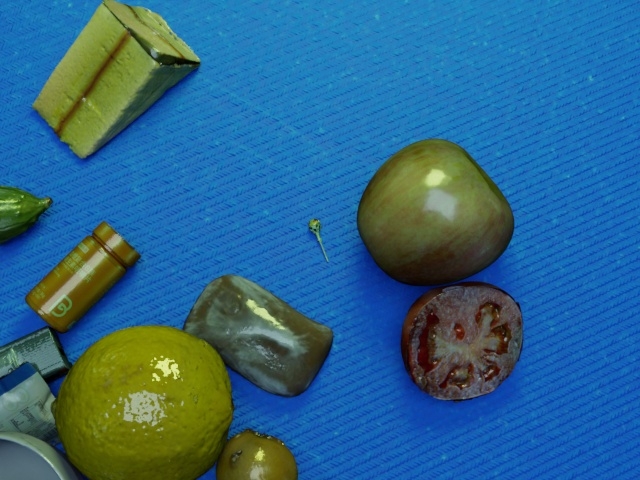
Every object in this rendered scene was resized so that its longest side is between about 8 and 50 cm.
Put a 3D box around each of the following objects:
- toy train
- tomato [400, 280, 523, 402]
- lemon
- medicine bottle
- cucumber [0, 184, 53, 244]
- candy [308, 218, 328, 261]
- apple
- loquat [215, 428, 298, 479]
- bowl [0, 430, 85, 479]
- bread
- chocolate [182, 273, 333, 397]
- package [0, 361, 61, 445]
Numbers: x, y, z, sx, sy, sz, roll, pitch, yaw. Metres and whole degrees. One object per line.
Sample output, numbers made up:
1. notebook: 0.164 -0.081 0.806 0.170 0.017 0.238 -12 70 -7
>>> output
1. toy train: -0.624 0.266 1.395 0.409 0.089 0.086 -24 80 -12
2. tomato: 0.239 0.165 1.448 0.225 0.085 0.225 -3 104 -12
3. lemon: -0.274 0.268 1.336 0.293 0.293 0.293 1 78 -2
4. medicine bottle: -0.412 0.064 1.458 0.096 0.096 0.192 43 80 7
5. cucumber: -0.594 -0.048 1.467 0.244 0.134 0.134 -8 78 -9
6. candy: 0.000 0.000 1.531 0.023 0.025 0.083 -22 92 -18
7. apple: 0.191 -0.039 1.432 0.234 0.257 0.257 -43 82 13
8. loquat: -0.108 0.385 1.385 0.141 0.141 0.141 1 78 -2
9. bowl: -0.484 0.440 1.330 0.287 0.144 0.287 -1 87 10
10. bread: -0.381 -0.299 1.567 0.168 0.163 0.264 47 111 6
11. chocolate: -0.110 0.162 1.458 0.254 0.080 0.157 30 78 4
12. package: -0.512 0.304 1.392 0.171 0.027 0.173 -32 120 -8
